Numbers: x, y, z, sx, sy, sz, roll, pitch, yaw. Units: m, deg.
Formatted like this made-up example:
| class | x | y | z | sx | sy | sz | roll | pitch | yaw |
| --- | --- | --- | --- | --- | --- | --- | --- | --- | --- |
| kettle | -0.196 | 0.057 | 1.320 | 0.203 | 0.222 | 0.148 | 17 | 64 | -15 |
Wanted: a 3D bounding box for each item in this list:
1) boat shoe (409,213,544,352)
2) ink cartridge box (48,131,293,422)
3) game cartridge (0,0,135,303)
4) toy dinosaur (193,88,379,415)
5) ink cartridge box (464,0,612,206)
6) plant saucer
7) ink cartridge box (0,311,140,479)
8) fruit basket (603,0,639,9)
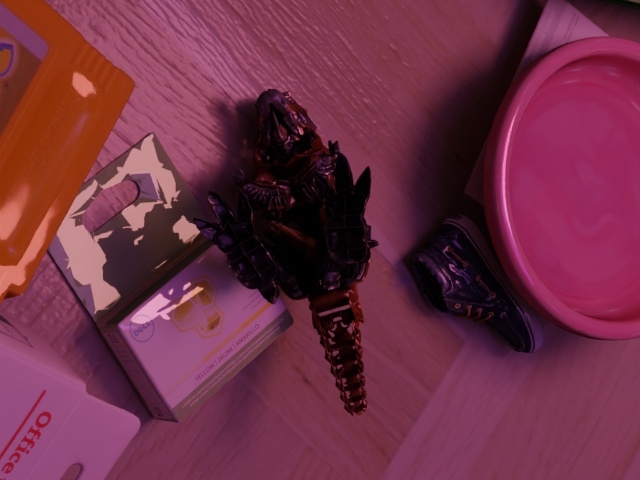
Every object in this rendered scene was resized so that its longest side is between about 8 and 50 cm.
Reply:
| class | x | y | z | sx | sy | sz | roll | pitch | yaw |
| --- | --- | --- | --- | --- | --- | --- | --- | --- | --- |
| boat shoe | 0.168 | 0.067 | 2.006 | 0.083 | 0.065 | 0.183 | -42 | 105 | -26 |
| ink cartridge box | -0.150 | 0.035 | 1.790 | 0.171 | 0.056 | 0.235 | -40 | 112 | -29 |
| game cartridge | -0.343 | -0.132 | 1.635 | 0.323 | 0.052 | 0.285 | 40 | 57 | -26 |
| toy dinosaur | 0.000 | 0.000 | 1.800 | 0.164 | 0.218 | 0.322 | -37 | 77 | 3 |
| ink cartridge box | 0.284 | -0.106 | 2.092 | 0.239 | 0.060 | 0.275 | 33 | 71 | -24 |
| plant saucer | 0.303 | -0.055 | 2.018 | 0.332 | 0.084 | 0.332 | 2 | 86 | -32 |
| ink cartridge box | -0.348 | 0.145 | 1.551 | 0.353 | 0.119 | 0.207 | 33 | 93 | -41 |
| fruit basket | 0.432 | -0.433 | 2.065 | 0.392 | 0.283 | 0.392 | -10 | 108 | -32 |
